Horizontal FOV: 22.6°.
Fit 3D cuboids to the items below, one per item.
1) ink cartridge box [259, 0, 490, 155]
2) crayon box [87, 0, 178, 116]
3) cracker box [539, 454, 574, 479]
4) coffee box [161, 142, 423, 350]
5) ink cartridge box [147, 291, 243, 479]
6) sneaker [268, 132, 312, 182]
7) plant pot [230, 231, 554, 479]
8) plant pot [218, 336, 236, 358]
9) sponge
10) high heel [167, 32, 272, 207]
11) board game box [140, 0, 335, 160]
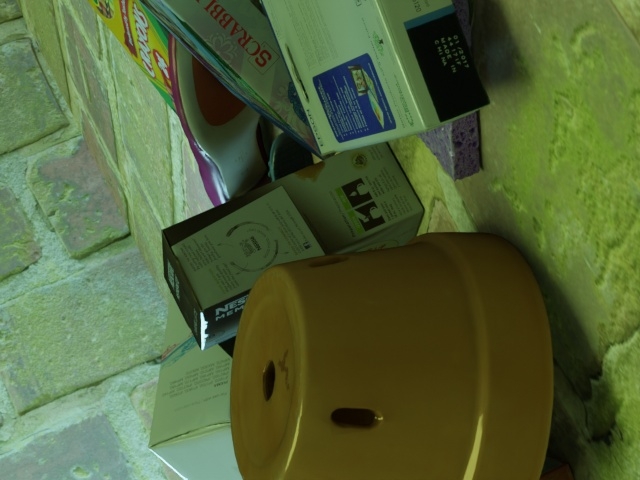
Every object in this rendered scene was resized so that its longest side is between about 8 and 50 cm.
[{"bbox_3d":[0.036,-0.164,1.341,0.165,0.065,0.333,68,166,-6],"label":"ink cartridge box"},{"bbox_3d":[-0.241,-0.331,2.172,0.318,0.081,0.202,52,163,23],"label":"crayon box"},{"bbox_3d":[0.202,0.286,1.607,0.155,0.067,0.232,68,168,-7],"label":"cracker box"},{"bbox_3d":[-0.031,0.004,1.641,0.098,0.247,0.141,62,166,17],"label":"coffee box"},{"bbox_3d":[-0.086,0.171,1.993,0.226,0.131,0.306,48,-145,-38],"label":"ink cartridge box"},{"bbox_3d":[-0.039,-0.082,1.963,0.144,0.053,0.059,81,163,-45],"label":"sneaker"},{"bbox_3d":[0.045,0.127,1.401,0.291,0.204,0.290,-174,90,-70],"label":"plant pot"},{"bbox_3d":[-0.017,0.068,1.799,0.167,0.188,0.187,55,156,34],"label":"plant pot"},{"bbox_3d":[0.090,-0.158,1.346,0.117,0.031,0.210,56,163,40],"label":"sponge"},{"bbox_3d":[-0.144,-0.160,2.053,0.181,0.127,0.377,37,153,45],"label":"high heel"},{"bbox_3d":[-0.128,-0.245,1.719,0.318,0.066,0.319,44,178,-27],"label":"board game box"}]
